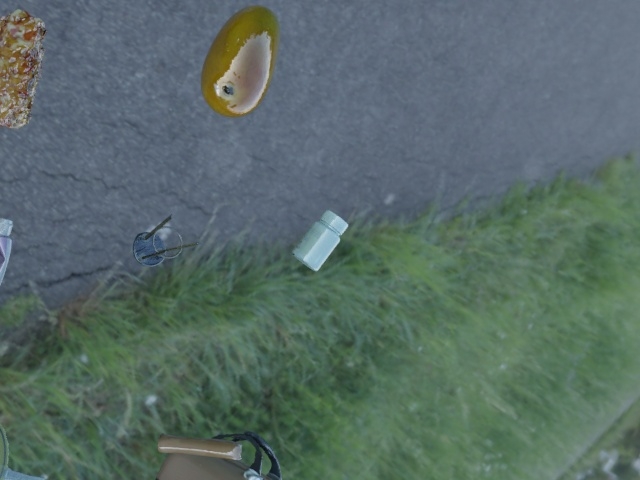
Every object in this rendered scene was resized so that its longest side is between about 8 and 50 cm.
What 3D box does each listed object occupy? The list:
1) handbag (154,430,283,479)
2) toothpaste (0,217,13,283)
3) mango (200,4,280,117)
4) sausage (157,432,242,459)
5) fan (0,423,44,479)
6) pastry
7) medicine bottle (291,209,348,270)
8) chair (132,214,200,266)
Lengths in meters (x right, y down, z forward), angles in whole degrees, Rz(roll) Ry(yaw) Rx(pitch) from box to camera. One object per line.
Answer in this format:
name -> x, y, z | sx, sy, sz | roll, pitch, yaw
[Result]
handbag -> -0.192, 0.516, 1.557 | 0.149, 0.302, 0.283 | 35, 76, -52
toothpaste -> -0.675, 0.102, 1.580 | 0.048, 0.075, 0.300 | 15, 85, -29
mango -> -0.158, -0.374, 1.594 | 0.175, 0.139, 0.254 | 139, -31, -75
sausage -> -0.155, 0.266, 1.006 | 0.026, 0.116, 0.026 | 1, 90, -73
fan -> -0.749, 0.498, 1.714 | 0.335, 0.011, 0.229 | 32, 63, -45
pastry -> -0.421, -0.231, 1.078 | 0.063, 0.087, 0.169 | 66, 33, -75
medicine bottle -> 0.000, 0.000, 1.129 | 0.083, 0.047, 0.047 | -53, 145, -7
chair -> -0.407, 0.014, 1.973 | 0.104, 0.222, 0.095 | 50, 60, -16
